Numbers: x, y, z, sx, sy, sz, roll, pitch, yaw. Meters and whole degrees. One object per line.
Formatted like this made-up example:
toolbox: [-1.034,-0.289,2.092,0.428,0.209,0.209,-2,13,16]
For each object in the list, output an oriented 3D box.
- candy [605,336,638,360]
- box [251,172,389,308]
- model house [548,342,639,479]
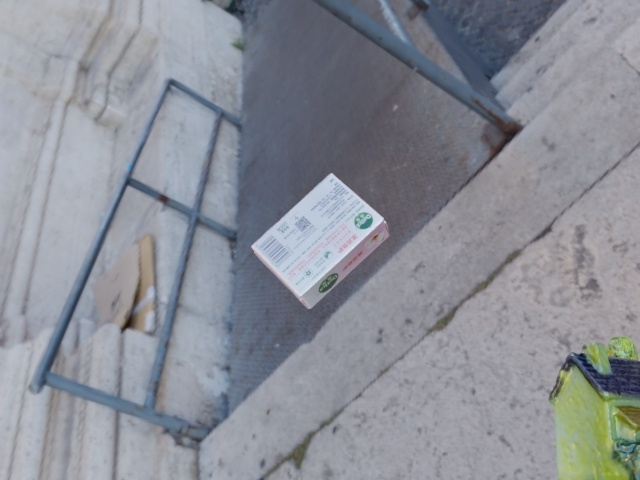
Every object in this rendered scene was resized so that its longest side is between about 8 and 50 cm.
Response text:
candy: [0.605,0.254,1.444,0.073,0.262,0.077,6,99,20]
box: [0.000,0.000,0.783,0.125,0.043,0.089,-42,63,-7]
model house: [0.478,0.268,1.114,0.170,0.194,0.211,-25,61,54]
